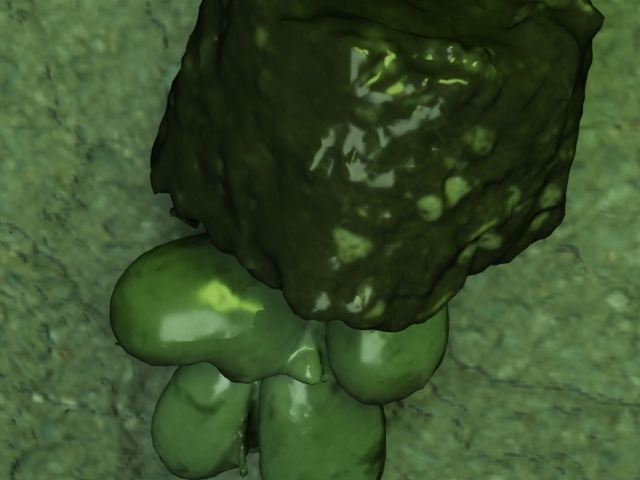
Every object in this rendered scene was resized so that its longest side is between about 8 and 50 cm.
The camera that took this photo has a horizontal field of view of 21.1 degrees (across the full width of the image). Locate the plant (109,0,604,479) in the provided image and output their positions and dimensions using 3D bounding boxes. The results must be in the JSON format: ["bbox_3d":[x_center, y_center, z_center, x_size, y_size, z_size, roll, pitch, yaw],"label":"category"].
[{"bbox_3d":[0.001,0.001,0.664,0.146,0.149,0.275,61,144,34],"label":"plant"}]
